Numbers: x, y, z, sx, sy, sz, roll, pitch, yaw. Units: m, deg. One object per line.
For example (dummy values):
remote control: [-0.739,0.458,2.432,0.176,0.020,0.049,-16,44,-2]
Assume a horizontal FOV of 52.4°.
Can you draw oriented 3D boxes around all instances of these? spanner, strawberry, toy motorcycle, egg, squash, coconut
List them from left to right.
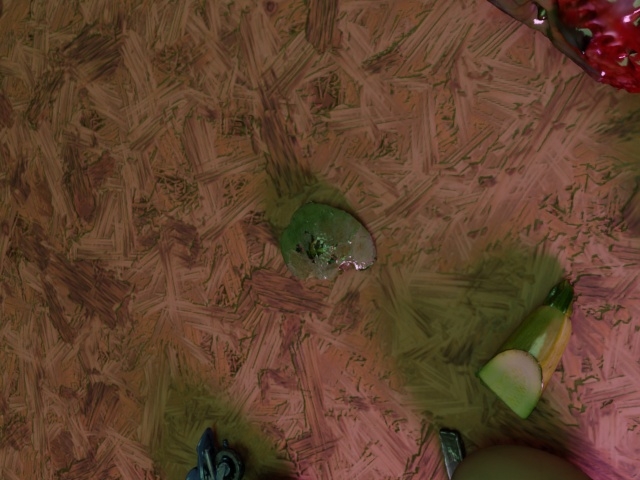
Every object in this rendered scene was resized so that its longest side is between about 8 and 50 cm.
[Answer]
toy motorcycle: [-0.202,0.444,1.164,0.114,0.076,0.205,31,109,26]
coconut: [-0.002,0.003,1.004,0.158,0.055,0.133,-22,90,25]
spanner: [0.228,0.441,0.982,0.093,0.026,0.326,-13,91,28]
squash: [0.287,0.143,0.877,0.090,0.075,0.200,41,114,43]
egg: [0.283,0.373,0.853,0.241,0.186,0.186,35,111,23]
strawberry: [0.339,-0.325,0.669,0.292,0.291,0.310,46,121,12]
